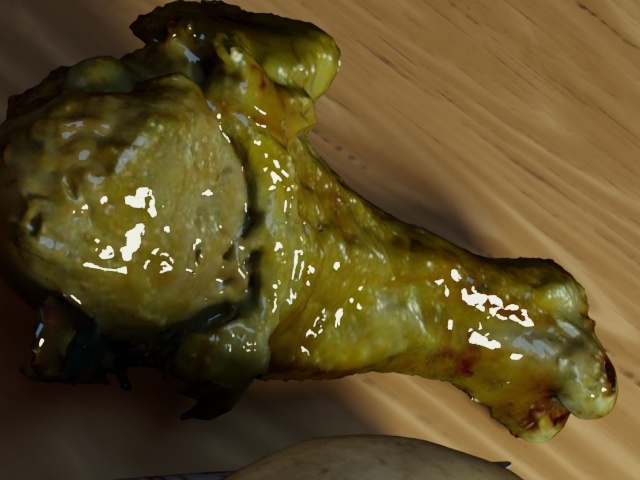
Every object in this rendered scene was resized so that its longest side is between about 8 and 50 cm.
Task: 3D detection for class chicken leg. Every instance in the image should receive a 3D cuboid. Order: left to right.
[{"bbox_3d":[-0.010,-0.012,0.886,0.361,0.140,0.211,9,79,-38],"label":"chicken leg"}]

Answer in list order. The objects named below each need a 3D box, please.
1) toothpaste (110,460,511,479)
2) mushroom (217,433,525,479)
[{"bbox_3d":[-0.027,0.129,0.827,0.234,0.089,0.057,-6,85,-29],"label":"toothpaste"},{"bbox_3d":[0.027,0.201,0.724,0.255,0.184,0.254,15,48,-17],"label":"mushroom"}]
